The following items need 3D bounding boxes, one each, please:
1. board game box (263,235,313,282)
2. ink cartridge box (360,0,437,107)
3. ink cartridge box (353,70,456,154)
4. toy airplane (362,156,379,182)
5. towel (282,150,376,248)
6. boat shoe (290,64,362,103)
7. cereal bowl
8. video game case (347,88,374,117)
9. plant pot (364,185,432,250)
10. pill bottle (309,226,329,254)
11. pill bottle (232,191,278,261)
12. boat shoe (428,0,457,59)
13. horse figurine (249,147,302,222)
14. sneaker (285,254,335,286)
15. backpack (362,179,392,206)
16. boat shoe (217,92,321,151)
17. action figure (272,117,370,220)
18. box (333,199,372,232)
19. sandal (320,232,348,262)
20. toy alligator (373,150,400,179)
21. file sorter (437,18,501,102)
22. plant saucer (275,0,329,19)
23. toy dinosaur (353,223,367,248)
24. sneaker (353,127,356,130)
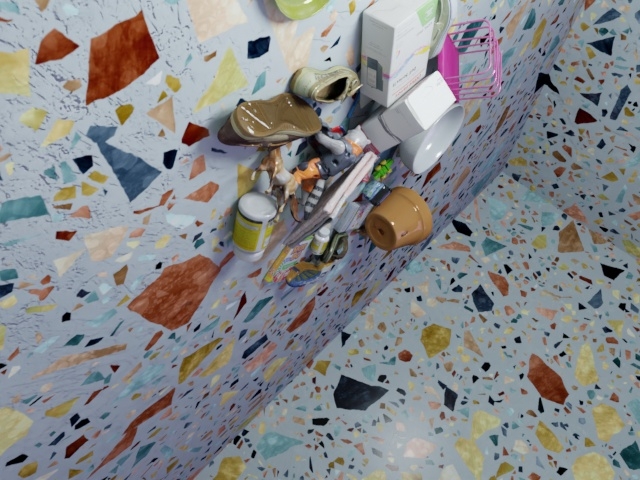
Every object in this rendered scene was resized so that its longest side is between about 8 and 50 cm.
[{"bbox_3d":[-0.120,0.059,2.029,0.259,0.039,0.124,-57,159,12],"label":"board game box"},{"bbox_3d":[0.227,-0.553,1.526,0.207,0.119,0.353,-43,156,-22],"label":"ink cartridge box"},{"bbox_3d":[0.266,-0.405,1.655,0.207,0.117,0.283,-46,-164,-31],"label":"ink cartridge box"},{"bbox_3d":[0.182,-0.285,2.049,0.151,0.028,0.151,-43,159,-20],"label":"toy airplane"},{"bbox_3d":[0.031,-0.130,1.724,0.317,0.053,0.332,-54,-169,-33],"label":"towel"},{"bbox_3d":[0.032,-0.425,1.423,0.285,0.089,0.104,-25,148,-48],"label":"boat shoe"},{"bbox_3d":[0.444,-0.453,2.130,0.339,0.141,0.338,-41,157,-22],"label":"cereal bowl"},{"bbox_3d":[0.158,-0.486,1.677,0.119,0.015,0.166,-24,148,-48],"label":"video game case"},{"bbox_3d":[0.347,-0.081,2.375,0.204,0.291,0.290,-32,153,-31],"label":"plant pot"},{"bbox_3d":[0.000,0.000,2.119,0.065,0.065,0.116,-29,152,-43],"label":"pill bottle"},{"bbox_3d":[-0.208,-0.037,1.565,0.119,0.119,0.208,-31,152,-41],"label":"pill bottle"},{"bbox_3d":[0.355,-0.681,1.616,0.094,0.109,0.302,-42,161,-16],"label":"boat shoe"},{"bbox_3d":[-0.120,-0.167,1.456,0.263,0.066,0.174,61,36,-43],"label":"horse figurine"},{"bbox_3d":[-0.047,0.155,2.226,0.297,0.112,0.130,-26,149,-45],"label":"sneaker"},{"bbox_3d":[0.233,-0.211,2.183,0.105,0.084,0.114,-49,-160,2],"label":"backpack"},{"bbox_3d":[-0.129,-0.297,1.322,0.123,0.123,0.342,-28,-179,37],"label":"boat shoe"},{"bbox_3d":[0.031,-0.230,1.646,0.330,0.178,0.341,-43,157,12],"label":"action figure"},{"bbox_3d":[0.151,-0.110,2.274,0.186,0.038,0.145,-14,140,-58],"label":"box"},{"bbox_3d":[0.085,0.030,2.238,0.120,0.086,0.303,-57,171,23],"label":"sandal"},{"bbox_3d":[0.275,-0.317,2.163,0.189,0.056,0.051,-47,-156,-25],"label":"toy alligator"},{"bbox_3d":[0.546,-0.644,1.835,0.291,0.183,0.201,2,88,-64],"label":"file sorter"},{"bbox_3d":[-0.025,-0.599,1.087,0.241,0.037,0.240,-40,157,-21],"label":"plant saucer"},{"bbox_3d":[0.217,-0.042,2.515,0.112,0.064,0.211,-35,152,10],"label":"toy dinosaur"},{"bbox_3d":[0.185,-0.362,1.813,0.234,0.106,0.078,-29,150,-43],"label":"sneaker"}]
